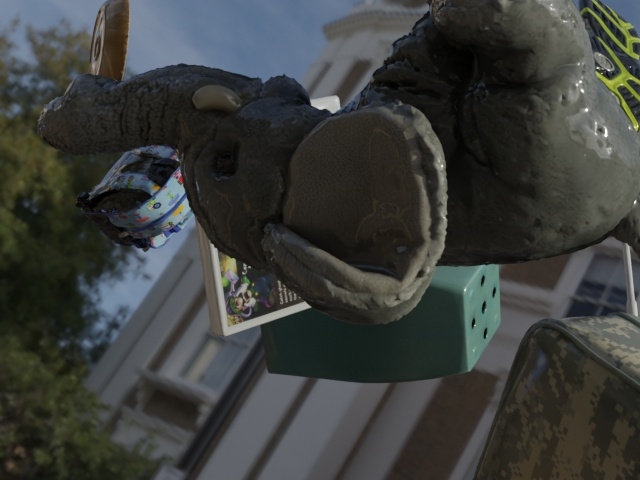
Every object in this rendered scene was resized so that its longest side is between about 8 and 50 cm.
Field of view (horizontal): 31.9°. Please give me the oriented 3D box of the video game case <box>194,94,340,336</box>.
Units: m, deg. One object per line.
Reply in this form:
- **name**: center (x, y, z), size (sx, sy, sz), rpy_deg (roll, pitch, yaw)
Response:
- **video game case**: center (-0.039, -0.027, 1.016), size (0.022, 0.173, 0.190), rpy_deg (4, -75, 48)

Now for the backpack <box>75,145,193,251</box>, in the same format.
- **backpack**: center (-0.219, -0.065, 1.508), size (0.173, 0.158, 0.117), rpy_deg (2, -41, 52)

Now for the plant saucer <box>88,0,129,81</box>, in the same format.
- **plant saucer**: center (-0.148, -0.132, 0.775), size (0.015, 0.083, 0.083), rpy_deg (6, -14, -21)

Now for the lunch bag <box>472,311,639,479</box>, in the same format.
- **lunch bag**: center (0.289, 0.220, 0.975), size (0.256, 0.305, 0.212), rpy_deg (0, 26, -31)

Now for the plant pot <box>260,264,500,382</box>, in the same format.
- **plant pot**: center (0.071, 0.057, 1.240), size (0.234, 0.166, 0.165), rpy_deg (8, -59, 27)

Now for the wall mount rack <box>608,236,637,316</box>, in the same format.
- **wall mount rack**: center (0.521, -0.046, 1.963), size (0.304, 0.130, 0.350), rpy_deg (50, -22, 19)

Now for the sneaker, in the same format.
- **sneaker**: center (0.396, -0.221, 1.652), size (0.145, 0.384, 0.147), rpy_deg (34, -57, -7)

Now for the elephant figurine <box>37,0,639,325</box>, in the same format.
- **elephant figurine**: center (0.016, -0.029, 0.540), size (0.169, 0.239, 0.186), rpy_deg (55, 4, -43)
